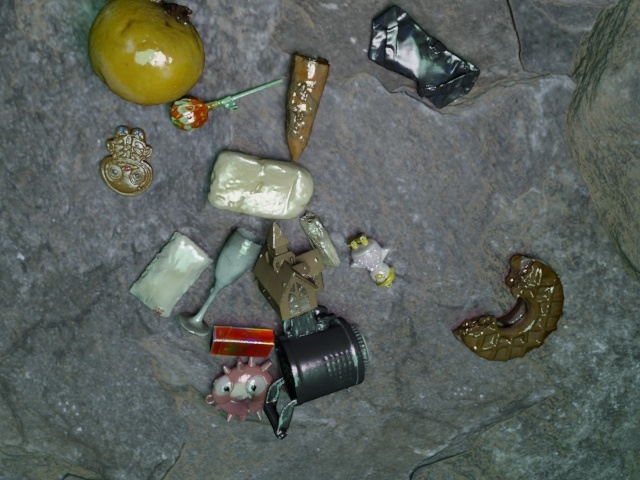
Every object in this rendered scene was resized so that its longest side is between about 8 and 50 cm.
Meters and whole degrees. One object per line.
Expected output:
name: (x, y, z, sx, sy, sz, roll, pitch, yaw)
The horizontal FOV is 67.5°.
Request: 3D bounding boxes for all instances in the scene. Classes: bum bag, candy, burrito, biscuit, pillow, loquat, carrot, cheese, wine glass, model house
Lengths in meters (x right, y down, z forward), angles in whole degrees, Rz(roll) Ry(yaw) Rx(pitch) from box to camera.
bum bag: (0.250, -0.448, 1.197, 0.310, 0.074, 0.137, 31, 116, -14)
candy: (-0.226, -0.340, 1.160, 0.287, 0.084, 0.078, -24, 118, -12)
burrito: (-0.001, 0.000, 1.344, 0.058, 0.045, 0.188, -38, 114, -23)
biscuit: (0.622, 0.233, 1.524, 0.268, 0.115, 0.366, 35, 103, -22)
pillow: (-0.403, 0.094, 1.298, 0.128, 0.051, 0.229, 38, 99, -14)
loquat: (-0.361, -0.404, 1.012, 0.243, 0.244, 0.244, -4, 112, -10)
carrot: (-0.043, -0.322, 1.182, 0.101, 0.102, 0.263, 6, 114, -13)
biscuit: (-0.476, -0.192, 1.181, 0.124, 0.026, 0.175, 6, 110, -14)
cheese: (-0.149, -0.141, 1.232, 0.262, 0.093, 0.159, 12, 112, -17)
wine glass: (-0.244, 0.147, 1.234, 0.096, 0.264, 0.309, 28, 104, -29)
model house: (-0.082, 0.048, 1.259, 0.176, 0.181, 0.248, -22, 127, -20)

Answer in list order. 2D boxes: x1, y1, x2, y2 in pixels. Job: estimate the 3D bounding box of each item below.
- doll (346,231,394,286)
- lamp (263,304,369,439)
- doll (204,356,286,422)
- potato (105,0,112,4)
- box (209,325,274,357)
doll: (0.150, 0.061, 1.379, 0.129, 0.081, 0.207, -27, 118, 21)
lamp: (0.003, 0.353, 1.379, 0.272, 0.205, 0.374, 6, 95, -19)
doll: (-0.217, 0.450, 1.453, 0.261, 0.093, 0.211, -2, 102, -14)
potato: (-0.427, -0.526, 1.046, 0.083, 0.040, 0.051, -19, 87, -6)
box: (-0.228, 0.294, 1.388, 0.175, 0.048, 0.112, 7, 145, -15)
